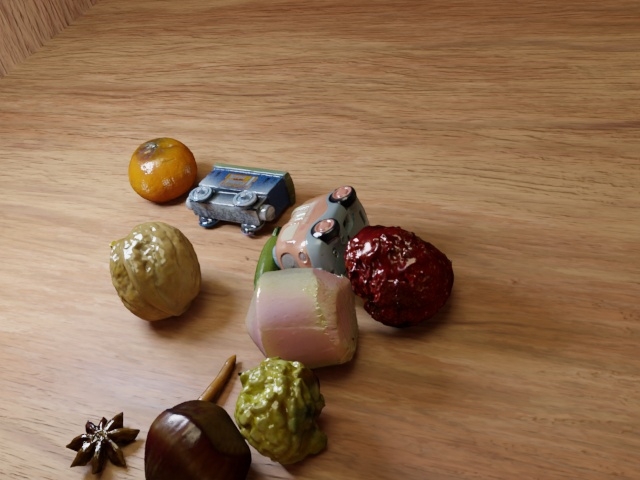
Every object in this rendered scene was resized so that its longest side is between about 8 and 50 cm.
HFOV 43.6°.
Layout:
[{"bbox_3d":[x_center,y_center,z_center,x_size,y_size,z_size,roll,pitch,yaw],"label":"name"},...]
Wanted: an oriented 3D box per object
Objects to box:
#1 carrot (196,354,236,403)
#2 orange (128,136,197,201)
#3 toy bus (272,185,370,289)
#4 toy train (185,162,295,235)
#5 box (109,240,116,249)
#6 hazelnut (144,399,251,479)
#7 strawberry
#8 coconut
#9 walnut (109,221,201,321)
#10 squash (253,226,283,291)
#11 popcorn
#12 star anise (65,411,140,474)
[{"bbox_3d":[-0.236,0.332,1.823,0.037,0.037,0.190,8,40,28],"label":"carrot"},{"bbox_3d":[-0.491,-0.223,2.486,0.224,0.170,0.224,-12,39,10],"label":"orange"},{"bbox_3d":[0.000,0.000,2.022,0.232,0.194,0.288,-2,40,30],"label":"toy bus"},{"bbox_3d":[-0.234,-0.127,2.305,0.299,0.131,0.202,11,44,30],"label":"toy train"},{"bbox_3d":[-0.514,0.053,2.222,0.156,0.089,0.022,13,49,35],"label":"box"},{"bbox_3d":[-0.257,0.427,1.591,0.229,0.230,0.230,-10,38,8],"label":"hazelnut"},{"bbox_3d":[0.170,0.084,1.827,0.274,0.274,0.221,18,81,36],"label":"strawberry"},{"bbox_3d":[-0.050,0.176,1.794,0.245,0.233,0.233,-8,38,21],"label":"coconut"},{"bbox_3d":[-0.416,0.085,2.043,0.224,0.257,0.257,-35,35,17],"label":"walnut"},{"bbox_3d":[-0.131,0.063,2.084,0.066,0.066,0.252,-5,39,14],"label":"squash"},{"bbox_3d":[-0.083,0.348,1.627,0.169,0.189,0.218,-6,39,25],"label":"popcorn"},{"bbox_3d":[-0.478,0.442,1.755,0.167,0.057,0.168,-11,38,9],"label":"star anise"}]
